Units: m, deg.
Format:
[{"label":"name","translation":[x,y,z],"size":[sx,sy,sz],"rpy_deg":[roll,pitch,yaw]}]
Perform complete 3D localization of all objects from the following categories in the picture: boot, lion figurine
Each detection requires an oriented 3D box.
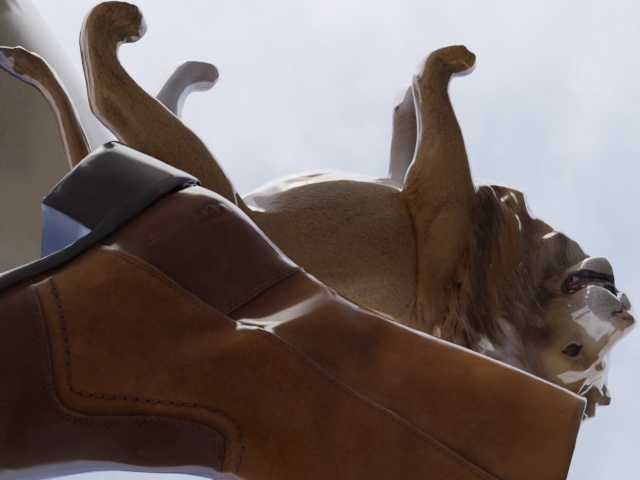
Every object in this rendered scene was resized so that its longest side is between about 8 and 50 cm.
[{"label":"boot","translation":[-0.047,0.110,0.485],"size":[0.280,0.096,0.264],"rpy_deg":[31,-131,9]},{"label":"lion figurine","translation":[0.000,0.000,0.667],"size":[0.392,0.142,0.240],"rpy_deg":[1,-100,-16]}]

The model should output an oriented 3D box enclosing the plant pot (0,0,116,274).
[{"label":"plant pot","translation":[-0.251,-0.035,0.834],"size":[0.274,0.256,0.256],"rpy_deg":[50,-122,-36]}]
